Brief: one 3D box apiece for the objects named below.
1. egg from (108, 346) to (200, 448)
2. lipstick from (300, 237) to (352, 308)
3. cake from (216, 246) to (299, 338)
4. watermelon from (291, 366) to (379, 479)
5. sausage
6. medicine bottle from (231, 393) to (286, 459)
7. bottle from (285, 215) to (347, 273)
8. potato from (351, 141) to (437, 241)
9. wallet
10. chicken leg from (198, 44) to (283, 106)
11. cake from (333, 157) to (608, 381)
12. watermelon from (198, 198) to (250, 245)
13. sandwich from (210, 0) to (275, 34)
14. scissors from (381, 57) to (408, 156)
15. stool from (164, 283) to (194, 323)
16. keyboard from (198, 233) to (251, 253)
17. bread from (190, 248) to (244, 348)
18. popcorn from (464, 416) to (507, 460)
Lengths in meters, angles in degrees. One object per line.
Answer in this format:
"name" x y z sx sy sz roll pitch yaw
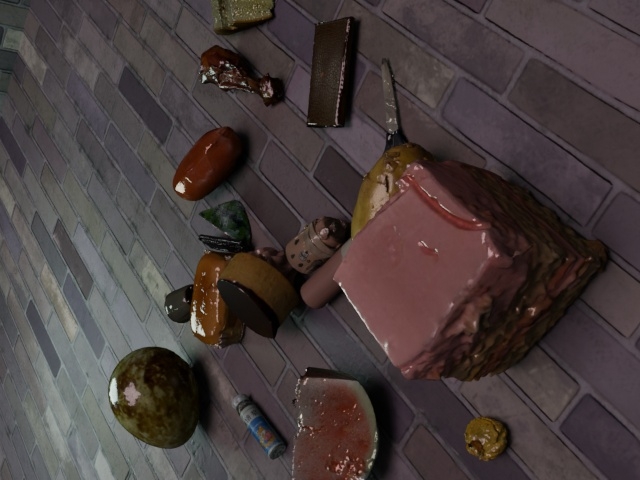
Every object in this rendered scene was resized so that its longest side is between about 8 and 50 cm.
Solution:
"egg" -0.446 0.429 2.043 0.289 0.238 0.238 52 126 14
"lipstick" 0.053 0.055 1.626 0.254 0.070 0.070 -46 57 37
"cake" -0.124 0.104 1.770 0.208 0.178 0.185 50 154 -3
"watermelon" 0.011 0.429 1.577 0.224 0.180 0.305 3 89 58
"sausage" -0.301 -0.198 1.983 0.258 0.133 0.133 -41 60 36
"medicine bottle" -0.154 0.459 1.854 0.191 0.051 0.051 42 118 41
"bottle" 0.000 0.001 1.672 0.152 0.098 0.099 -42 59 35
"potato" 0.148 -0.042 1.455 0.140 0.172 0.301 -76 -7 -78
"wallet" 0.025 -0.378 1.702 0.132 0.039 0.243 8 95 54
"chicken leg" -0.201 -0.416 1.924 0.304 0.093 0.113 32 130 35
"cake" 0.236 0.052 1.252 0.293 0.306 0.314 50 123 39
"watermelon" -0.231 -0.046 1.966 0.101 0.080 0.155 -43 47 -5
"sandwich" -0.225 -0.592 1.945 0.244 0.088 0.090 3 95 47
"scissors" 0.152 -0.241 1.567 0.109 0.022 0.300 -16 76 43
"stool" -0.372 0.174 2.075 0.110 0.096 0.096 -30 67 39
"keyboard" -0.252 0.013 1.975 0.195 0.060 0.018 8 59 48
"bread" -0.265 0.150 1.949 0.136 0.107 0.241 14 99 44
"popcorn" 0.290 0.360 1.349 0.084 0.084 0.084 -2 87 48
